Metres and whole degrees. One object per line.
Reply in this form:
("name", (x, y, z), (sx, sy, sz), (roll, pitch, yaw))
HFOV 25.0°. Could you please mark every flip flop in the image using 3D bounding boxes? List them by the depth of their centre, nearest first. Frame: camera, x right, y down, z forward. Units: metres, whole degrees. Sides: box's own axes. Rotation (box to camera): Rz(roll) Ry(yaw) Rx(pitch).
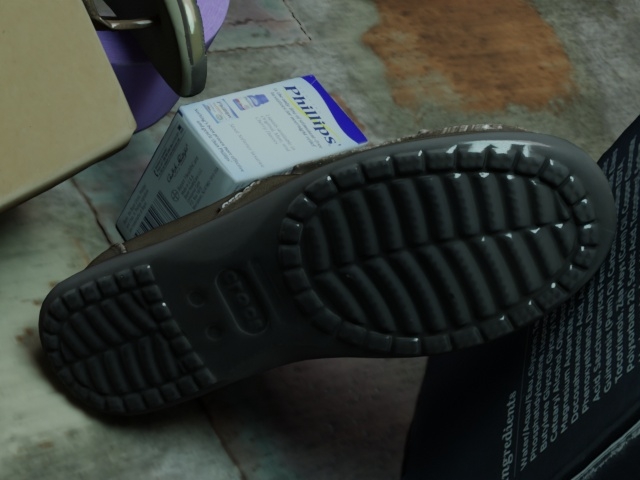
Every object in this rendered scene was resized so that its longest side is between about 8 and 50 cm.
("flip flop", (-0.174, -0.197, 0.987), (0.080, 0.112, 0.277), (-38, 80, -22))

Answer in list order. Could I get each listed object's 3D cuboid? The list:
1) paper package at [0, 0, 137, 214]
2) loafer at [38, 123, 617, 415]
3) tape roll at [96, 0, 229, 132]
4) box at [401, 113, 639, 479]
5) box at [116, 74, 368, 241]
("paper package", (-0.309, -0.125, 0.816), (0.325, 0.168, 0.309), (-36, 108, -48))
("loafer", (0.000, 0.000, 0.902), (0.130, 0.366, 0.134), (-67, 141, -64))
("tape roll", (-0.211, -0.207, 1.107), (0.274, 0.090, 0.275), (20, 43, -19))
("box", (0.367, 0.134, 0.900), (0.480, 0.472, 0.297), (27, 41, -11))
("box", (-0.056, -0.041, 1.032), (0.137, 0.126, 0.072), (-19, 63, -44))
